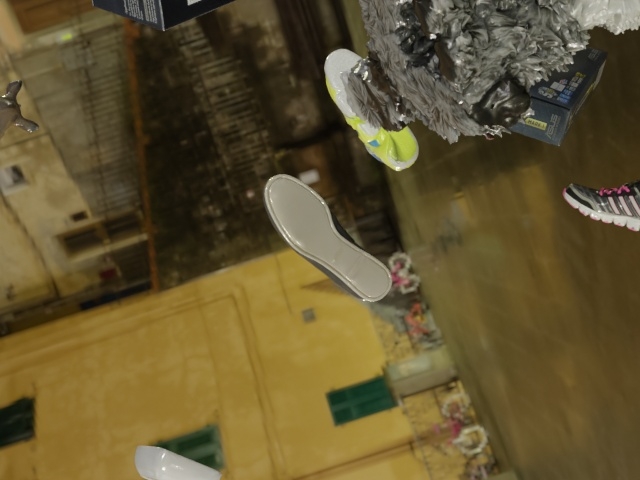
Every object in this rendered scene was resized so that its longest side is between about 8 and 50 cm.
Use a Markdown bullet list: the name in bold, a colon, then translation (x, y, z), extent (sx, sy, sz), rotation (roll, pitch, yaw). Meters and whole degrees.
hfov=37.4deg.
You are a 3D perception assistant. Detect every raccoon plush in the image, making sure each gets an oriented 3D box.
- **raccoon plush**: translation (0.193, -0.274, 1.037), extent (0.216, 0.299, 0.446), rotation (62, 169, -17)

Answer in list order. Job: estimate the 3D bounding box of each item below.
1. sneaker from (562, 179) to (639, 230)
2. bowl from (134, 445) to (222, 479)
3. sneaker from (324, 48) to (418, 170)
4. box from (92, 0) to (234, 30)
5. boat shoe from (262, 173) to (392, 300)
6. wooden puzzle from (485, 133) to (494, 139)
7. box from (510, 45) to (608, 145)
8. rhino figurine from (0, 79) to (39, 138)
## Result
- **sneaker**: translation (0.424, -0.059, 1.308), extent (0.063, 0.171, 0.074), rotation (-28, -46, -62)
- **bowl**: translation (-0.267, 0.422, 1.723), extent (0.142, 0.142, 0.053), rotation (-14, 50, 58)
- **sneaker**: translation (0.078, -0.223, 1.685), extent (0.240, 0.091, 0.126), rotation (58, 170, -2)
- **box**: translation (-0.221, -0.379, 1.341), extent (0.158, 0.156, 0.093), rotation (26, 133, 33)
- **boat shoe**: translation (0.000, 0.000, 1.840), extent (0.335, 0.112, 0.095), rotation (44, 168, -21)
- **wooden puzzle**: translation (0.256, -0.181, 1.485), extent (0.049, 0.006, 0.083), rotation (63, -160, 4)
- **box**: translation (0.271, -0.222, 1.280), extent (0.232, 0.184, 0.059), rotation (-45, -29, -50)
- **rhino figurine**: translation (-0.348, -0.108, 0.903), extent (0.243, 0.106, 0.073), rotation (-51, -60, -70)
